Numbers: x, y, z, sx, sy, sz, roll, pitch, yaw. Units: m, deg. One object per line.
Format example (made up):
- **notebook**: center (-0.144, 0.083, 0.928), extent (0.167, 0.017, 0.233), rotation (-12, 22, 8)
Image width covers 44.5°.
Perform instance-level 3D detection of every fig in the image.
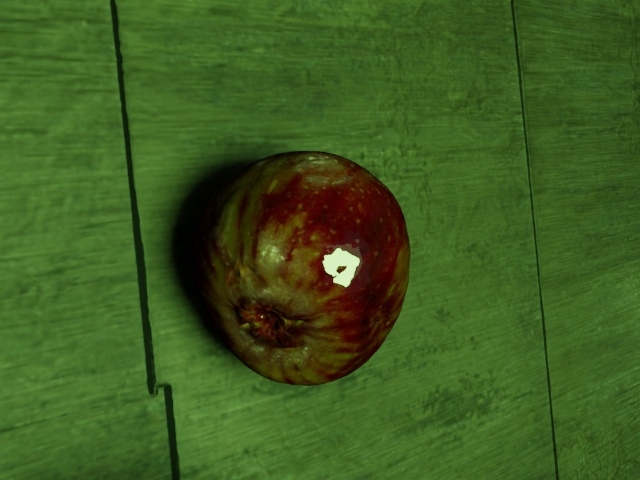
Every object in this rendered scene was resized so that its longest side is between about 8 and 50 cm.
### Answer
- **fig**: center (-0.002, -0.003, 0.607), extent (0.175, 0.175, 0.207), rotation (55, 43, -25)
